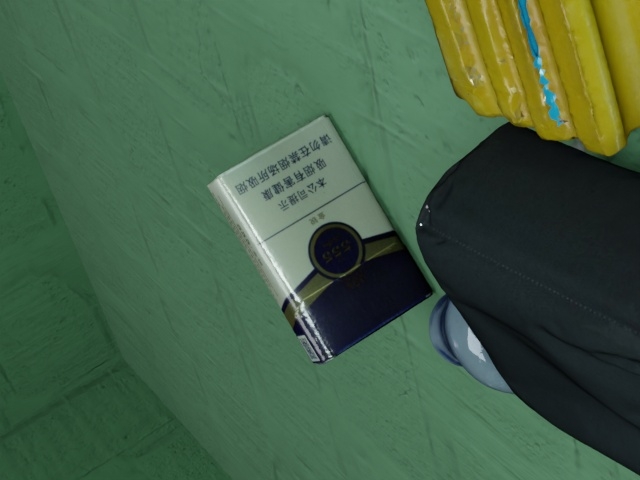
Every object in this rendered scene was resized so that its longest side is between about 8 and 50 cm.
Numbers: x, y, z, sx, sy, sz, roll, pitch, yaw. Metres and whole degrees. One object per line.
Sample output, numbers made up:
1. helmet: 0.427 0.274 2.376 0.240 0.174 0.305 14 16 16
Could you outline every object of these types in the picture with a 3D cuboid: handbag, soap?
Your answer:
1. handbag: 0.254 0.058 1.022 0.302 0.178 0.275 28 160 51
2. soap: 0.145 -0.235 0.955 0.204 0.096 0.324 30 145 58

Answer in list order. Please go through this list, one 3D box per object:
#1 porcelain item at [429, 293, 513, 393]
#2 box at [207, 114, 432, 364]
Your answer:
1. porcelain item: 0.182 0.085 1.310 0.141 0.141 0.259 58 168 1
2. box: 0.000 0.000 1.561 0.259 0.168 0.071 58 162 0
